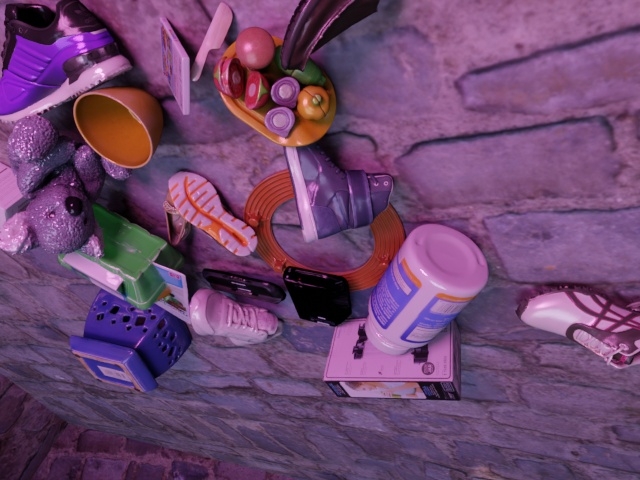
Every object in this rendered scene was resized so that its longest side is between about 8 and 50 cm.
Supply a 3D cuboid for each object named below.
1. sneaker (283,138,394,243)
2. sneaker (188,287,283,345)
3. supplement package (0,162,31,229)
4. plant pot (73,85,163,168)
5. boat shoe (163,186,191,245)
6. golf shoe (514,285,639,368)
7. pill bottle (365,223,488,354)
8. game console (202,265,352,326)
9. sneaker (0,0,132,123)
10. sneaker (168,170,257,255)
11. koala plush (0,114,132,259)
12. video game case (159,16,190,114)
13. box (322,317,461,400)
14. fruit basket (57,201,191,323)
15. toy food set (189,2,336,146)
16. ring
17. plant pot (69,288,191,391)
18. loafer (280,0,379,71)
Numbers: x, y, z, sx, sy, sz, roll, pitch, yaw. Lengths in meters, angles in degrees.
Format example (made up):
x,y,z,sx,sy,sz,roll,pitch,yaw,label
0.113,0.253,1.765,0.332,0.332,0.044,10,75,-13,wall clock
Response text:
x,y,z,sx,sy,sz,roll,pitch,yaw,label
0.027,-0.122,0.648,0.164,0.086,0.226,-13,103,0,sneaker
-0.196,0.183,0.983,0.152,0.114,0.305,-9,155,18,sneaker
-0.766,-0.118,0.918,0.179,0.105,0.105,31,136,-11,supplement package
-0.322,-0.205,0.680,0.134,0.095,0.134,11,135,11,plant pot
-0.307,-0.052,0.859,0.056,0.048,0.153,21,136,-1,boat shoe
0.506,0.159,0.727,0.273,0.120,0.105,6,136,17,golf shoe
0.182,0.109,0.769,0.153,0.152,0.272,21,137,-1,pill bottle
-0.107,0.112,0.928,0.362,0.043,0.213,10,149,13,game console
-0.450,-0.295,0.645,0.294,0.102,0.146,-11,124,23,sneaker
-0.223,-0.048,0.816,0.215,0.084,0.083,49,164,-13,sneaker
-0.474,-0.075,0.740,0.203,0.221,0.196,-13,169,36,koala plush
-0.214,-0.256,0.590,0.011,0.122,0.087,-14,145,-27,video game case
0.165,0.265,0.920,0.290,0.169,0.087,-10,131,26,box
-0.465,0.083,0.962,0.327,0.165,0.353,29,144,1,fruit basket
-0.073,-0.220,0.547,0.218,0.071,0.128,32,92,-11,toy food set
0.000,0.000,0.814,0.337,0.032,0.336,11,136,10,ring
-0.552,0.295,1.172,0.236,0.212,0.235,9,134,12,plant pot
0.032,-0.281,0.460,0.078,0.080,0.220,30,117,-23,loafer
